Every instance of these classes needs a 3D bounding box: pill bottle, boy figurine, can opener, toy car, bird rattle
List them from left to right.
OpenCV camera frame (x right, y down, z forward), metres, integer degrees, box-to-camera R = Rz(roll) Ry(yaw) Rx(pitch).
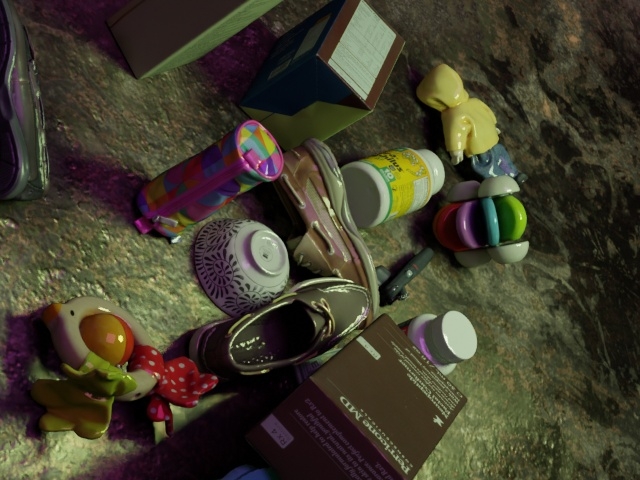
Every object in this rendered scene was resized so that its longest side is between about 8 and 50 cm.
[{"bbox_3d":[-0.266,0.157,1.739,0.254,0.143,0.207,-7,58,-50],"label":"bird rattle"},{"bbox_3d":[0.124,-0.098,2.263,0.208,0.118,0.117,-20,85,-48],"label":"pill bottle"},{"bbox_3d":[0.147,0.056,2.248,0.186,0.059,0.073,-33,94,-48],"label":"can opener"},{"bbox_3d":[0.160,0.179,2.104,0.108,0.180,0.108,23,54,-36],"label":"pill bottle"},{"bbox_3d":[0.283,-0.204,2.499,0.285,0.092,0.177,54,42,-8],"label":"boy figurine"},{"bbox_3d":[0.280,-0.030,2.341,0.136,0.182,0.159,-9,91,-42],"label":"toy car"}]

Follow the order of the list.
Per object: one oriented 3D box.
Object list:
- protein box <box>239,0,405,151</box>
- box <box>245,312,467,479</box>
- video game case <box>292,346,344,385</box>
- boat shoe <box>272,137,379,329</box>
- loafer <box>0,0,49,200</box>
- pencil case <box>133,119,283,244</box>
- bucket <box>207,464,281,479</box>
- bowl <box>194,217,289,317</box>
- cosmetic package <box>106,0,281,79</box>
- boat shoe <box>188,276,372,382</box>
[{"bbox_3d":[0.004,-0.281,2.176,0.136,0.200,0.201,44,44,-20],"label":"protein box"},{"bbox_3d":[0.061,0.246,1.813,0.191,0.143,0.381,47,21,4],"label":"box"},{"bbox_3d":[0.062,0.257,2.019,0.173,0.022,0.190,-13,76,-14],"label":"video game case"},{"bbox_3d":[0.000,0.000,2.107,0.116,0.123,0.324,-22,95,-15],"label":"boat shoe"},{"bbox_3d":[-0.432,-0.197,1.787,0.095,0.109,0.302,14,64,-62],"label":"loafer"},{"bbox_3d":[-0.164,-0.084,1.889,0.104,0.236,0.104,33,41,-34],"label":"pencil case"},{"bbox_3d":[-0.104,0.433,1.704,0.281,0.183,0.281,24,52,-36],"label":"bucket"},{"bbox_3d":[-0.102,0.031,1.996,0.170,0.080,0.170,22,56,-37],"label":"bowl"},{"bbox_3d":[-0.164,-0.370,1.972,0.160,0.309,0.113,-30,92,-49],"label":"cosmetic package"},{"bbox_3d":[-0.039,0.131,1.944,0.324,0.097,0.116,-16,96,-36],"label":"boat shoe"}]
